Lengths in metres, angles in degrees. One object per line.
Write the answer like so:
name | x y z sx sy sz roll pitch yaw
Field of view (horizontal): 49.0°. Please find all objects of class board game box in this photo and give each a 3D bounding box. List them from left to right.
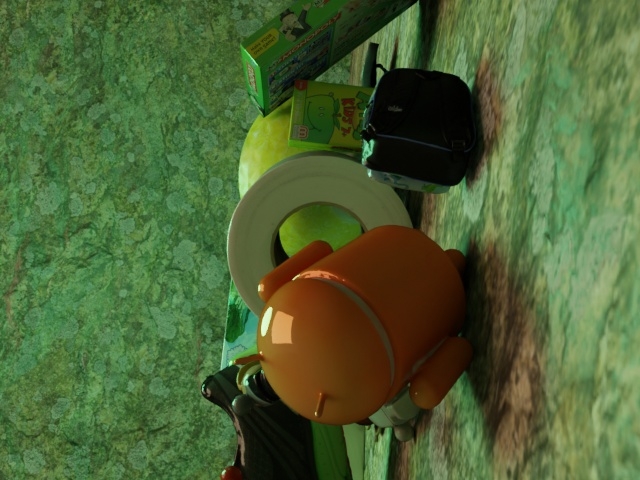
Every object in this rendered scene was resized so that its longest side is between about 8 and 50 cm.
board game box | -0.083 0.209 1.811 0.066 0.318 0.318 110 165 -81
board game box | 0.027 -0.317 1.008 0.046 0.317 0.213 51 173 5
board game box | 0.047 -0.177 1.031 0.043 0.181 0.092 112 164 -84

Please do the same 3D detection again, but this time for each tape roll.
tape roll | 0.000 0.000 0.974 0.169 0.245 0.246 -91 7 -80

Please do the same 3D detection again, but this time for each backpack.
backpack | 0.090 -0.105 0.669 0.084 0.104 0.114 100 -179 -51

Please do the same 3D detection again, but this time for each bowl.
bowl | 0.029 -0.101 1.140 0.156 0.289 0.290 14 101 50

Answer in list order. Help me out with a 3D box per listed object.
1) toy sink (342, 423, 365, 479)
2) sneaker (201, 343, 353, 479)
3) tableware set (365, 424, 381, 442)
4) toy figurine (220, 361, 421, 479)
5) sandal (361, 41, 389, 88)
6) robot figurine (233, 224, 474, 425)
toy sink | -0.005 0.408 1.257 0.131 0.152 0.234 98 177 -54
sneaker | -0.044 0.375 0.910 0.185 0.202 0.483 89 168 -78
tableware set | 0.078 0.200 1.078 0.128 0.039 0.194 98 177 -55
toy figurine | -0.002 0.230 0.762 0.148 0.212 0.210 133 144 -64
sandal | 0.118 -0.294 1.452 0.097 0.054 0.255 -76 -14 -45
robot figurine | 0.035 0.067 0.588 0.128 0.219 0.158 -34 88 48
